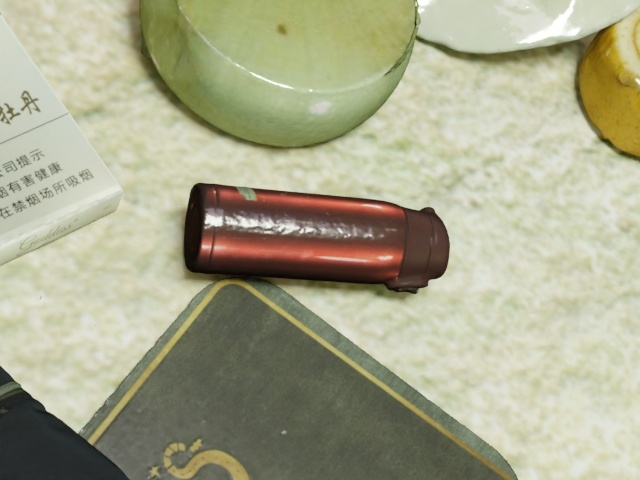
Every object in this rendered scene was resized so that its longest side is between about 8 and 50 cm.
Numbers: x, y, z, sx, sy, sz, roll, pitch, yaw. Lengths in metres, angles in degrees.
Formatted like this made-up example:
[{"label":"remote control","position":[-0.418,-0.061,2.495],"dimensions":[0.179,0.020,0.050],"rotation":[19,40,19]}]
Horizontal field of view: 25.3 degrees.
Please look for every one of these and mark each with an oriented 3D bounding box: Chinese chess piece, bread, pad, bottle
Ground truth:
[{"label":"Chinese chess piece","position":[-0.028,-0.153,0.959],"dimensions":[0.188,0.083,0.188],"rotation":[10,59,-17]},{"label":"bread","position":[0.267,-0.119,1.041],"dimensions":[0.149,0.073,0.122],"rotation":[5,57,-16]},{"label":"pad","position":[-0.073,0.168,0.763],"dimensions":[0.315,0.063,0.375],"rotation":[35,55,4]},{"label":"bottle","position":[0.000,0.000,0.890],"dimensions":[0.164,0.060,0.060],"rotation":[4,60,-17]}]

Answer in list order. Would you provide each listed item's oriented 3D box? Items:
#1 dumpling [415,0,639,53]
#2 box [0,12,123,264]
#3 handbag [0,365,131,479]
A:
[{"label":"dumpling","position":[0.115,-0.257,1.037],"dimensions":[0.318,0.187,0.243],"rotation":[1,97,19]},{"label":"box","position":[-0.220,-0.080,0.877],"dimensions":[0.109,0.029,0.198],"rotation":[-28,73,-30]},{"label":"handbag","position":[-0.187,0.186,0.678],"dimensions":[0.211,0.088,0.254],"rotation":[33,62,15]}]
